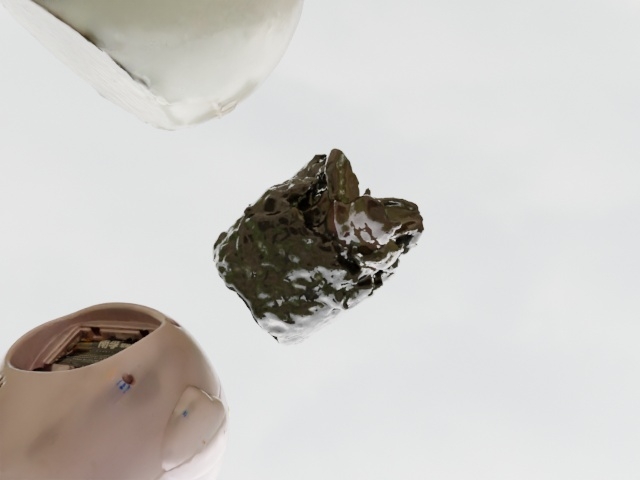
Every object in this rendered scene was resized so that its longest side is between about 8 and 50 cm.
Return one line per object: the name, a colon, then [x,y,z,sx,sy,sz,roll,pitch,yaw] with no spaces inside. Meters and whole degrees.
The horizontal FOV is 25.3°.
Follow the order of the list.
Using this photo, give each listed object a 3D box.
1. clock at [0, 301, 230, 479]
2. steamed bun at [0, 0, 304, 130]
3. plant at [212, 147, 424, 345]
clock: [-0.315,0.258,1.877,0.368,0.250,0.376,1,-146,35]
steamed bun: [-0.139,-0.278,1.355,0.309,0.309,0.309,9,-150,-5]
plant: [0.000,0.000,1.648,0.178,0.234,0.204,51,-161,8]
